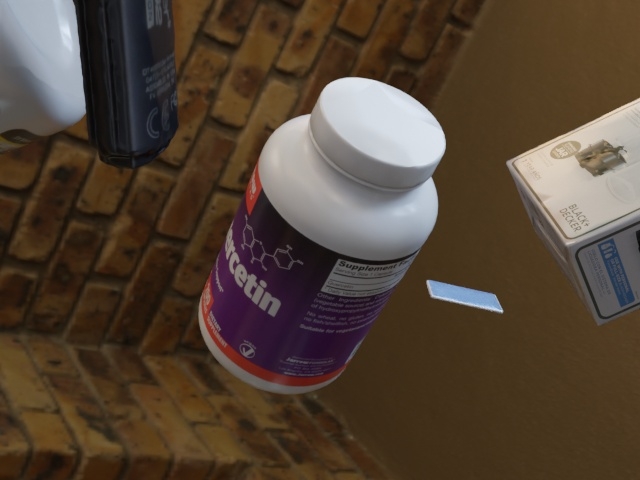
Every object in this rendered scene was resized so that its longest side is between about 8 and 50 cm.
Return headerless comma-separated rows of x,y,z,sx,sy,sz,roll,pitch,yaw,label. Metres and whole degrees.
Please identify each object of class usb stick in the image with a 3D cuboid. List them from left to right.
-0.110,-0.178,0.500,0.045,0.077,0.278,7,-63,12,usb stick

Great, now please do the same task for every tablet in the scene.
0.163,0.064,1.035,0.054,0.083,0.006,-90,-167,-72,tablet

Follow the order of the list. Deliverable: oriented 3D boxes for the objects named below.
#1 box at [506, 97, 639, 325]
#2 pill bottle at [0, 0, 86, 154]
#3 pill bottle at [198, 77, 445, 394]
0.321,-0.062,0.751,0.290,0.087,0.169,-26,-152,6,box
-0.344,-0.112,0.616,0.334,0.188,0.187,-19,-120,6,pill bottle
0.000,0.000,0.922,0.323,0.182,0.181,-63,-141,40,pill bottle
